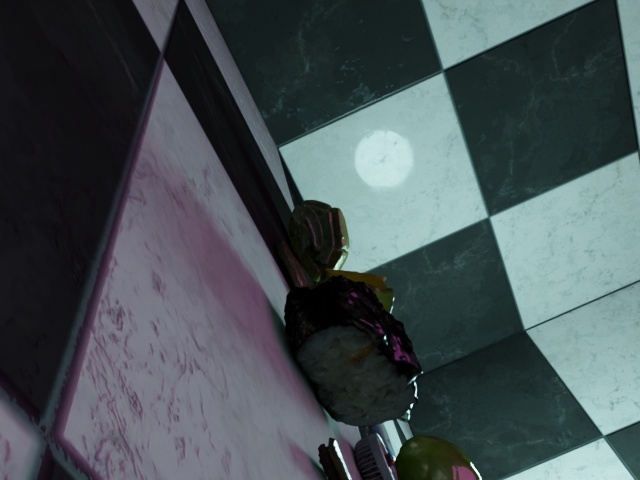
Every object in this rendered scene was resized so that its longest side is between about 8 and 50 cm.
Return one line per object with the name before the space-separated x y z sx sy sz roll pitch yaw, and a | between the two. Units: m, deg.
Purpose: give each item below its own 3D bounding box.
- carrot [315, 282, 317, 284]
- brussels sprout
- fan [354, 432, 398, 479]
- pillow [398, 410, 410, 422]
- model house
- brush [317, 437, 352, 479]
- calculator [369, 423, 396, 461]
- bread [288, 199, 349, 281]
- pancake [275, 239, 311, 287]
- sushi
carrot | -0.003 0.118 2.211 0.209 0.061 0.061 -97 163 -67
brussels sprout | 0.299 0.660 1.615 0.273 0.243 0.316 90 -12 -56
fan | 0.137 0.506 1.391 0.244 0.074 0.130 60 6 -65
pillow | 0.221 0.511 2.239 0.335 0.093 0.161 -129 -154 -51
model house | 0.091 0.155 1.761 0.234 0.194 0.174 -96 -165 -68
brush | 0.037 0.392 0.996 0.248 0.036 0.043 72 2 -45
calculator | 0.189 0.608 1.805 0.210 0.039 0.121 -109 173 -52
bread | 0.000 0.000 1.951 0.124 0.186 0.257 69 6 -74
pancake | -0.051 0.106 1.576 0.236 0.042 0.222 62 5 -8
sushi | 0.063 0.212 1.207 0.350 0.211 0.170 53 17 -34
